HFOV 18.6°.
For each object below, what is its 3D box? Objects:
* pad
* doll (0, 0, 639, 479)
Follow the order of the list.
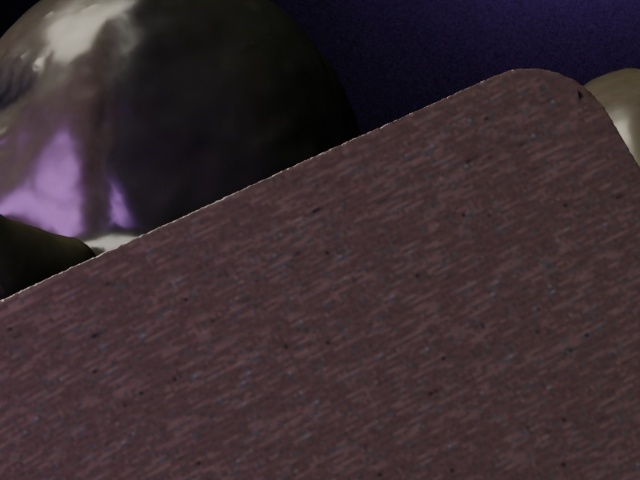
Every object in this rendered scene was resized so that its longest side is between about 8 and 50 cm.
[{"bbox_3d":[0.011,0.056,0.665,0.266,0.176,0.002,-25,-18,-11],"label":"pad"},{"bbox_3d":[0.003,0.021,0.836,0.378,0.382,0.252,6,-36,-3],"label":"doll"}]
